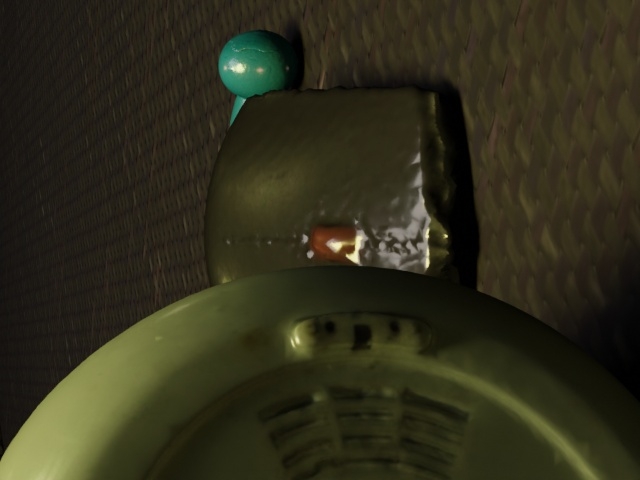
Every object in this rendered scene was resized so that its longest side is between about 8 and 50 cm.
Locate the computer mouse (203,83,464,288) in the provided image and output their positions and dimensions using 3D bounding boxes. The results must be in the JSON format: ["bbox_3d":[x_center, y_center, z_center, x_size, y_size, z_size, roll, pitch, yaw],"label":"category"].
[{"bbox_3d":[-0.005,0.000,1.006,0.295,0.087,0.168,180,90,-73],"label":"computer mouse"}]

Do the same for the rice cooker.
[{"bbox_3d":[-0.002,0.171,0.702,0.277,0.288,0.288,116,147,-63],"label":"rice cooker"}]

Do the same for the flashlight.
[{"bbox_3d":[-0.039,-0.070,1.191,0.051,0.051,0.129,-127,35,-64],"label":"flashlight"}]
